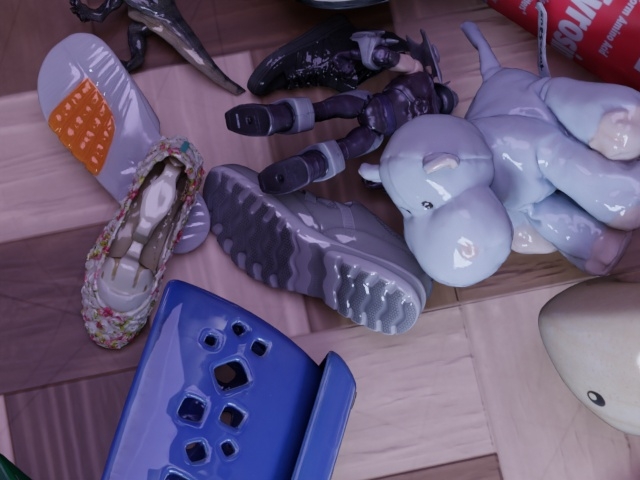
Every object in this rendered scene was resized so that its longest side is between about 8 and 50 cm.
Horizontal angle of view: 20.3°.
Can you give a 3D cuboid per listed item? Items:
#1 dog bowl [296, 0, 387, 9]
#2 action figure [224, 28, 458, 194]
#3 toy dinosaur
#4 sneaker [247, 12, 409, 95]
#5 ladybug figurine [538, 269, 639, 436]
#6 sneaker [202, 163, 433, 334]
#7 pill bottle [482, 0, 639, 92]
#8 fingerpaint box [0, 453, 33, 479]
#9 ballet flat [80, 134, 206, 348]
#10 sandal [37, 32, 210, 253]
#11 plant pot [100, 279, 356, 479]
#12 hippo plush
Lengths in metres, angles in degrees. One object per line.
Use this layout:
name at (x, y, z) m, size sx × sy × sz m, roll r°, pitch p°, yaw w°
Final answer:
dog bowl at (0.059, -0.453, 1.896) m, size 0.408 × 0.150 × 0.408 m, roll -21°, pitch 48°, yaw 26°
action figure at (0.045, -0.130, 1.913) m, size 0.285 × 0.099 × 0.185 m, roll -17°, pitch 88°, yaw -39°
toy dinosaur at (-0.204, -0.250, 1.994) m, size 0.118 × 0.064 × 0.268 m, roll -32°, pitch 80°, yaw -17°
sneaker at (0.009, -0.191, 1.985) m, size 0.170 × 0.051 × 0.089 m, roll -36°, pitch 75°, yaw -16°
ladybug figurine at (0.447, 0.104, 1.798) m, size 0.449 × 0.305 × 0.162 m, roll -6°, pitch 93°, yaw 1°
sneaker at (0.000, 0.000, 1.925) m, size 0.281 × 0.105 × 0.115 m, roll 32°, pitch 40°, yaw 12°
pill bottle at (0.367, -0.267, 1.926) m, size 0.408 × 0.229 × 0.229 m, roll 34°, pitch 76°, yaw 8°
fingerpaint box at (-0.323, 0.470, 1.608) m, size 0.371 × 0.163 × 0.445 m, roll -38°, pitch 51°, yaw -1°
ballet flat at (-0.192, 0.001, 1.875) m, size 0.091 × 0.077 × 0.241 m, roll 20°, pitch 93°, yaw -4°
sandal at (-0.214, -0.100, 1.947) m, size 0.102 × 0.076 × 0.265 m, roll -33°, pitch 94°, yaw 2°
plant pot at (-0.092, 0.199, 1.782) m, size 0.212 × 0.236 × 0.236 m, roll 18°, pitch 73°, yaw -2°
hippo plush at (0.189, -0.079, 1.809) m, size 0.236 × 0.234 × 0.294 m, roll -22°, pitch 97°, yaw -39°
